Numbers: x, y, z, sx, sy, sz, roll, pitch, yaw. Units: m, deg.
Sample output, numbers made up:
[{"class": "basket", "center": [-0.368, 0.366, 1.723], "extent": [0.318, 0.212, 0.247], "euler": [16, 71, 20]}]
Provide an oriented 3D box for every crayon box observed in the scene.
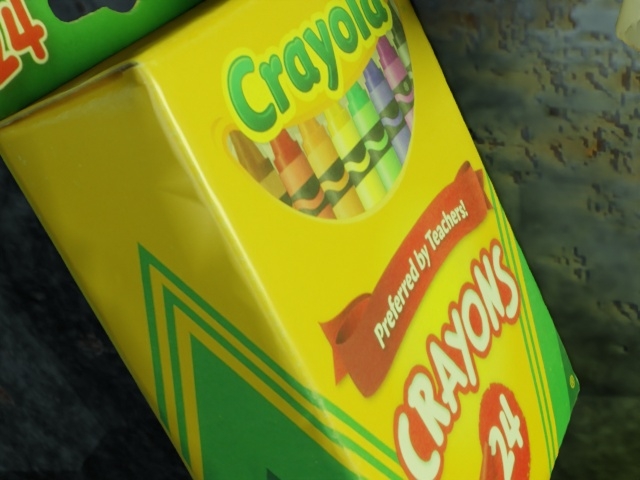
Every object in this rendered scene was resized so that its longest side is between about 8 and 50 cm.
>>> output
[{"class": "crayon box", "center": [0.000, 0.000, 0.432], "extent": [0.081, 0.202, 0.319], "euler": [-16, 111, 33]}]

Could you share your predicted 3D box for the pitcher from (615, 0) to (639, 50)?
[{"class": "pitcher", "center": [0.108, -0.192, 0.324], "extent": [0.177, 0.125, 0.207], "euler": [-40, 108, 18]}]
